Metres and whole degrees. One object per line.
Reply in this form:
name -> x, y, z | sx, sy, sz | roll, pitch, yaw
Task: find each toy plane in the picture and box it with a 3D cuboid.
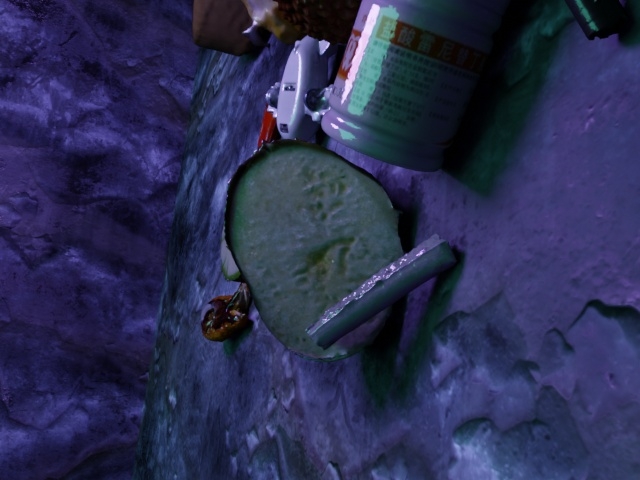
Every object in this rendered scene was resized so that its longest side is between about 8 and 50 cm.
toy plane -> -0.031, -0.351, 1.408 | 0.267, 0.123, 0.266 | -12, 73, 47

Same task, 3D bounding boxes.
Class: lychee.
lychee -> 0.026, -0.456, 0.993 | 0.267, 0.268, 0.267 | -169, 90, -67

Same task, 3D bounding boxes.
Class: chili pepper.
chili pepper -> -0.146, -0.305, 1.734 | 0.088, 0.065, 0.168 | -85, 13, -56

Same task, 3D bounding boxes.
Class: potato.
potato -> 0.000, 0.000, 1.131 | 0.397, 0.290, 0.296 | 57, -177, 5

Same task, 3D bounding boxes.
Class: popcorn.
popcorn -> -0.071, -0.633, 1.488 | 0.316, 0.297, 0.280 | 9, 61, 30

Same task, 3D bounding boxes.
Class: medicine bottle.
medicine bottle -> 0.141, -0.279, 0.884 | 0.202, 0.202, 0.315 | -124, 49, -59

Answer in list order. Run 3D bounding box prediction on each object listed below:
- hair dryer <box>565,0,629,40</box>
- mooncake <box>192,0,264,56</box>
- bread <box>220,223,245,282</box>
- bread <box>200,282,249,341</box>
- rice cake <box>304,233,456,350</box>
hair dryer -> 0.278, -0.340, 0.690 | 0.089, 0.197, 0.251 | 86, 163, -81
mooncake -> -0.296, -0.837, 2.063 | 0.393, 0.246, 0.393 | -159, 81, -75
bread -> -0.123, -0.037, 1.470 | 0.366, 0.129, 0.381 | -61, 30, 31
bread -> -0.268, 0.217, 1.749 | 0.269, 0.095, 0.139 | -27, 57, 44
rice cake -> 0.088, 0.083, 0.917 | 0.270, 0.055, 0.049 | -36, 15, 18
